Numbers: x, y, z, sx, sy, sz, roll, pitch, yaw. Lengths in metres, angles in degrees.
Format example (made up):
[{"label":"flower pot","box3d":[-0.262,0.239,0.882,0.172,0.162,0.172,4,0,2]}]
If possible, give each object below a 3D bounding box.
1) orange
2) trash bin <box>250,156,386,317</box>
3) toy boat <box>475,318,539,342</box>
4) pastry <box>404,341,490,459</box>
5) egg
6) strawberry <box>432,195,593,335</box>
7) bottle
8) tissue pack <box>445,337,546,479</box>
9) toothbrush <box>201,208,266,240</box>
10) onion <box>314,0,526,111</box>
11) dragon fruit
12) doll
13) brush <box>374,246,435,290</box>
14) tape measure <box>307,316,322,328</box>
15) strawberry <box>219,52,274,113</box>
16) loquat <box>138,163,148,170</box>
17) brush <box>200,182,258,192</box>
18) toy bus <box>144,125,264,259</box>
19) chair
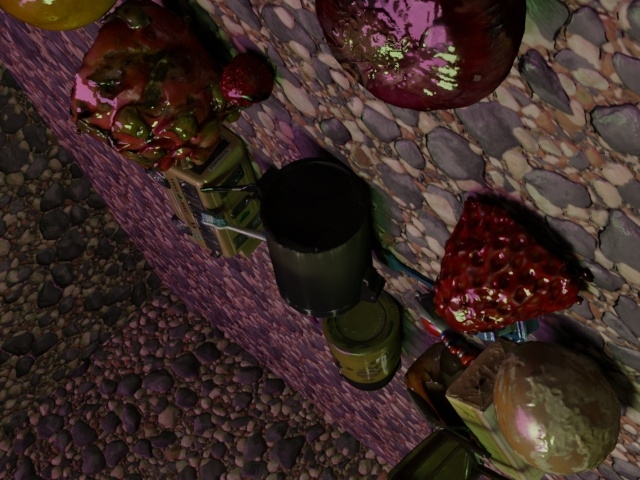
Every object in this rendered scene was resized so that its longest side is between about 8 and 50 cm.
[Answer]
[{"label":"orange","box3d":[-0.442,-0.493,1.718,0.235,0.279,0.279,0,141,28]},{"label":"trash bin","box3d":[0.000,0.000,1.956,0.252,0.203,0.301,24,158,16]},{"label":"toy boat","box3d":[0.265,0.115,1.722,0.238,0.098,0.109,-158,52,-68]},{"label":"pastry","box3d":[0.316,0.346,2.147,0.330,0.136,0.329,40,162,15]},{"label":"egg","box3d":[0.383,0.274,1.677,0.245,0.203,0.203,53,163,-19]},{"label":"strawberry","box3d":[0.261,0.069,1.525,0.234,0.178,0.234,41,171,8]},{"label":"bottle","box3d":[0.104,0.247,2.366,0.171,0.171,0.351,38,163,22]},{"label":"tissue pack","box3d":[0.363,0.320,1.917,0.125,0.159,0.234,22,152,55]},{"label":"toothbrush","box3d":[-0.079,-0.002,2.189,0.386,0.040,0.040,16,157,13]},{"label":"onion","box3d":[0.104,-0.256,1.068,0.246,0.190,0.246,25,141,22]},{"label":"dragon fruit","box3d":[-0.277,-0.268,1.884,0.263,0.296,0.314,29,-172,2]},{"label":"doll","box3d":[0.238,0.165,1.980,0.194,0.104,0.062,53,131,34]},{"label":"brush","box3d":[0.171,0.060,2.017,0.164,0.014,0.051,30,160,40]},{"label":"tape measure","box3d":[0.000,0.163,2.603,0.118,0.074,0.125,45,160,19]},{"label":"strawberry","box3d":[-0.130,-0.278,1.780,0.106,0.106,0.106,41,164,14]},{"label":"loquat","box3d":[-0.384,-0.226,2.480,0.141,0.141,0.141,41,164,14]},{"label":"brush","box3d":[-0.158,-0.109,2.166,0.063,0.194,0.016,125,143,-73]},{"label":"toy bus","box3d":[-0.247,-0.113,2.341,0.202,0.177,0.365,31,159,24]},{"label":"chair","box3d":[0.221,0.429,1.943,0.160,0.186,0.319,48,170,-25]}]
